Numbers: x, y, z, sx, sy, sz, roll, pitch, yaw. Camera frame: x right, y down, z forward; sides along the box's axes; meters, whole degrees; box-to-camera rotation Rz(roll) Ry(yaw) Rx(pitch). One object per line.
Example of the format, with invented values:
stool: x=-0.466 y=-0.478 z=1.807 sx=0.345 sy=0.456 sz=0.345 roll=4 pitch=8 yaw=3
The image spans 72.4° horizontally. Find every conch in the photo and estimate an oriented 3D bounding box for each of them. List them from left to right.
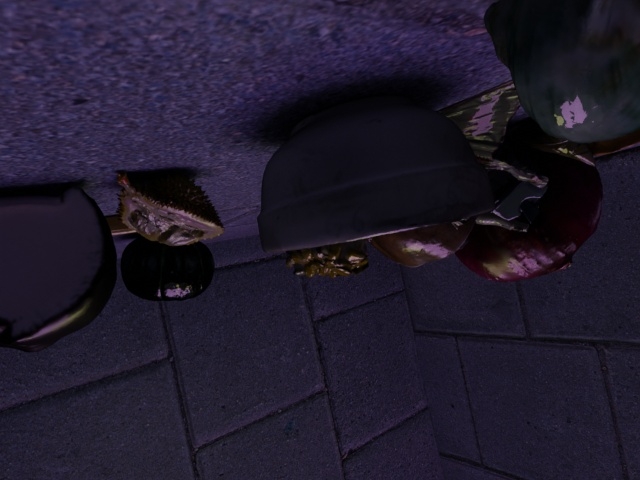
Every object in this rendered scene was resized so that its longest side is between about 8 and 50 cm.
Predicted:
conch: x=0.199 y=-0.142 z=0.264 sx=0.188 sy=0.122 sz=0.175 roll=-15 pitch=157 yaw=37

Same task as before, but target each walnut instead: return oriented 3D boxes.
walnut: x=0.593 y=-0.232 z=0.833 sx=0.211 sy=0.087 sz=0.167 roll=-24 pitch=-174 yaw=-35

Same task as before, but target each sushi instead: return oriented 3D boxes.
sushi: x=0.000 y=0.000 z=1.577 sx=0.328 sy=0.286 sz=0.327 roll=-11 pitch=180 yaw=38

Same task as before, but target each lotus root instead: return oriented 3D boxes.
lotus root: x=0.179 y=-0.081 z=0.920 sx=0.191 sy=0.272 sz=0.272 roll=24 pitch=161 yaw=-26

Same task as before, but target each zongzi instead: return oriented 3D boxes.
zongzi: x=0.450 y=-0.184 z=0.875 sx=0.062 sy=0.130 sz=0.154 roll=-44 pitch=-167 yaw=-20

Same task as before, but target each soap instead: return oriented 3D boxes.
soap: x=-0.467 y=-0.034 z=0.992 sx=0.251 sy=0.037 sz=0.092 roll=-11 pitch=178 yaw=-33

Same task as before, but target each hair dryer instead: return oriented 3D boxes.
hair dryer: x=0.348 y=-0.106 z=1.013 sx=0.224 sy=0.219 sz=0.088 roll=-3 pitch=147 yaw=16

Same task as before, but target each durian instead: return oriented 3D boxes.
durian: x=-0.254 y=-0.059 z=0.696 sx=0.146 sy=0.103 sz=0.208 roll=-14 pitch=156 yaw=16

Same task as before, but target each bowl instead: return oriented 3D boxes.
bowl: x=0.059 y=-0.085 z=0.585 sx=0.306 sy=0.164 sz=0.307 roll=-12 pitch=180 yaw=0

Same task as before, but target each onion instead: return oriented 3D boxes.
onion: x=0.563 y=-0.036 z=1.156 sx=0.398 sy=0.420 sz=0.398 roll=-42 pitch=-161 yaw=18

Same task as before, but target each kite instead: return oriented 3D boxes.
kite: x=0.224 y=-0.130 z=0.698 sx=0.267 sy=0.013 sz=0.323 roll=18 pitch=146 yaw=14

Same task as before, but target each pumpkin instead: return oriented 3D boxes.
pumpkin: x=-0.505 y=0.075 z=1.453 sx=0.314 sy=0.239 sz=0.315 roll=6 pitch=-178 yaw=0

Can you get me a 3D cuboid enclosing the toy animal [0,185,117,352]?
toy animal: x=-0.458 y=0.052 z=0.680 sx=0.250 sy=0.251 sz=0.310 roll=-11 pitch=172 yaw=-32

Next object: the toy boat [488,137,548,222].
toy boat: x=0.393 y=-0.155 z=0.936 sx=0.114 sy=0.122 sz=0.296 roll=-48 pitch=-169 yaw=31
